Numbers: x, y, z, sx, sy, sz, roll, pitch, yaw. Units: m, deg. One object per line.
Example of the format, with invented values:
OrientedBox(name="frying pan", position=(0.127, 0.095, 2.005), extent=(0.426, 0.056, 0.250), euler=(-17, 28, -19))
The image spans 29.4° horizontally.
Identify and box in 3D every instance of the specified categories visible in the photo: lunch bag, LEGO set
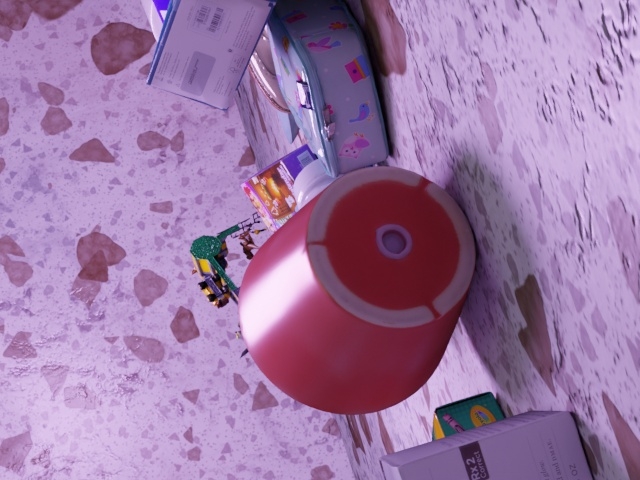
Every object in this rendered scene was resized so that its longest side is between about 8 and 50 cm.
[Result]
OrientedBox(name="lunch bag", position=(0.004, -0.226, 1.726), extent=(0.279, 0.108, 0.224), euler=(-114, 11, -52))
OrientedBox(name="LEGO set", position=(-0.077, 0.066, 2.355), extent=(0.255, 0.331, 0.192), euler=(40, 155, 34))

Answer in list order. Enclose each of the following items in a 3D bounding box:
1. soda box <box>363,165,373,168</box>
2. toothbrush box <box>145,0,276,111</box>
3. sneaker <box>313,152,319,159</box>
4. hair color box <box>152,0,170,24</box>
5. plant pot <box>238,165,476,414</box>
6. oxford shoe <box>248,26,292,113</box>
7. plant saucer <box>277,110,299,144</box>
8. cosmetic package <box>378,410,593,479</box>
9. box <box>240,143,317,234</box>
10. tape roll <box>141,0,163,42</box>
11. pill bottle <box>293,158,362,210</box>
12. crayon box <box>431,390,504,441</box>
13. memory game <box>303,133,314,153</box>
OrientedBox(name="soda box", position=(0.015, -0.182, 1.901), extent=(0.210, 0.071, 0.067), euler=(-115, 10, -50))
OrientedBox(name="toothbrush box", position=(-0.132, -0.365, 1.696), extent=(0.216, 0.126, 0.295), euler=(121, 164, -48))
OrientedBox(name="sneaker", position=(0.002, -0.104, 2.137), extent=(0.300, 0.111, 0.121), euler=(-138, 38, -63))
OrientedBox(name="hair color box", position=(-0.186, -0.478, 2.080), extent=(0.185, 0.110, 0.338), euler=(71, -159, -54))
OrientedBox(name="plant pot", position=(0.055, 0.048, 1.446), extent=(0.243, 0.275, 0.275), euler=(118, 136, -64))
OrientedBox(name="oxford shoe", position=(-0.074, -0.368, 1.980), extent=(0.130, 0.123, 0.348), euler=(-138, 31, -69))
OrientedBox(name="plant saucer", position=(-0.067, -0.290, 2.438), extent=(0.195, 0.037, 0.195), euler=(166, 90, -84))
OrientedBox(name="cosmetic package", position=(0.174, 0.269, 1.244), extent=(0.151, 0.184, 0.151), euler=(122, 130, -81))
OrientedBox(name="box", position=(0.000, 0.000, 1.970), extent=(0.293, 0.057, 0.201), euler=(57, 157, -4))
OrientedBox(name="tape roll", position=(-0.230, -0.483, 2.426), extent=(0.169, 0.246, 0.246), euler=(-117, 12, -53))
OrientedBox(name="pill bottle", position=(0.051, 0.007, 1.732), extent=(0.152, 0.152, 0.272), euler=(82, 169, -50))
OrientedBox(name="crayon box", position=(0.220, 0.346, 1.489), extent=(0.165, 0.081, 0.278), euler=(84, 167, -59))
OrientedBox(name="memory game", position=(-0.005, -0.163, 2.363), extent=(0.186, 0.012, 0.186), euler=(164, 90, -84))
